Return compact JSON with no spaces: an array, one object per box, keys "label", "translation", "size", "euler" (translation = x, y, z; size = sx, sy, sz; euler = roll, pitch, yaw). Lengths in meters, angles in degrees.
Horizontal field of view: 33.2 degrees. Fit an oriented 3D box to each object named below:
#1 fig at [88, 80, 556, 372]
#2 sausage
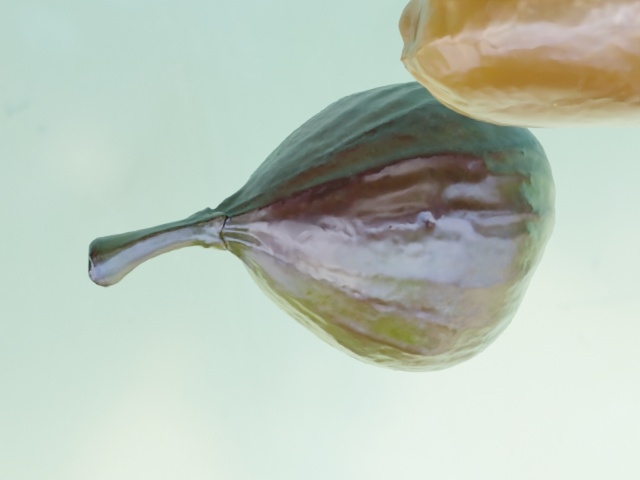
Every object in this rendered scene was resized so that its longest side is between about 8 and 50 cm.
[{"label":"fig","translation":[0.000,0.000,0.739],"size":[0.320,0.217,0.217],"euler":[-9,132,-30]},{"label":"sausage","translation":[0.144,-0.086,0.360],"size":[0.238,0.098,0.098],"euler":[-9,124,8]}]
